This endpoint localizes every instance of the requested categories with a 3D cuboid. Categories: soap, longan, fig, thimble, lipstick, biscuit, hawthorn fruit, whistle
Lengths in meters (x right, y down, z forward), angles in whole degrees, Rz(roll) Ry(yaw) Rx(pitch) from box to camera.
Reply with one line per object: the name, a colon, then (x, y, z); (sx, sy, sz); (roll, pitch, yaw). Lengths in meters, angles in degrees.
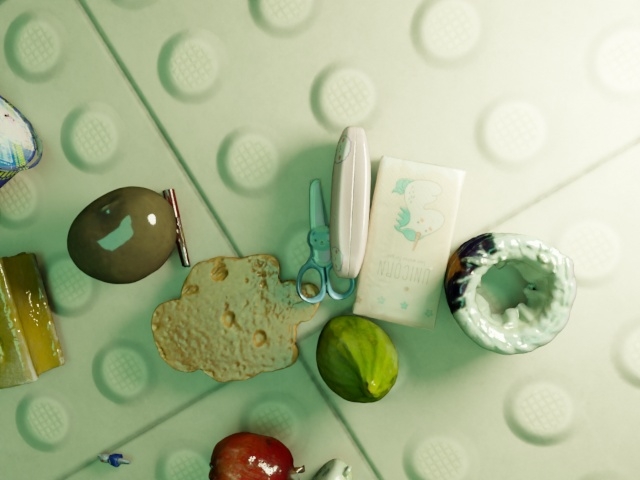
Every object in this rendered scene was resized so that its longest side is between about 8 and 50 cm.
soap: (-0.746, 0.186, 1.115); (0.260, 0.143, 0.280); (-13, 98, 11)
longan: (-0.394, -0.010, 1.014); (0.220, 0.196, 0.196); (-39, 89, 2)
fig: (0.085, 0.233, 0.970); (0.167, 0.234, 0.166); (1, 88, -33)
thimble: (0.357, 0.090, 0.939); (0.238, 0.150, 0.237); (1, 94, 7)
lipstick: (-0.313, -0.026, 1.087); (0.027, 0.027, 0.176); (-12, 95, 9)
biscuit: (-0.180, 0.162, 1.069); (0.376, 0.051, 0.269); (-15, 90, 6)
hawthorn fruit: (-0.132, 0.487, 1.035); (0.203, 0.185, 0.184); (-3, 95, -9)
whistle: (-0.014, 0.552, 1.053); (0.067, 0.126, 0.258); (44, 112, 1)
whistle: (-0.480, 0.511, 1.155); (0.084, 0.029, 0.033); (4, 132, 13)

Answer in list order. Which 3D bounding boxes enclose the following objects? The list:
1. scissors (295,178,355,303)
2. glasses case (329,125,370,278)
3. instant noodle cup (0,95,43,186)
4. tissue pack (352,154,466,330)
scissors: (0.000, 0.000, 1.030); (0.125, 0.030, 0.255); (-6, 88, -17)
glasses case: (0.057, -0.073, 0.971); (0.075, 0.113, 0.296); (4, 88, -2)
instant noodle cup: (-0.806, -0.155, 1.039); (0.312, 0.284, 0.284); (-40, 89, 17)
tissue pack: (0.174, 0.003, 0.996); (0.170, 0.071, 0.325); (10, 97, 5)
